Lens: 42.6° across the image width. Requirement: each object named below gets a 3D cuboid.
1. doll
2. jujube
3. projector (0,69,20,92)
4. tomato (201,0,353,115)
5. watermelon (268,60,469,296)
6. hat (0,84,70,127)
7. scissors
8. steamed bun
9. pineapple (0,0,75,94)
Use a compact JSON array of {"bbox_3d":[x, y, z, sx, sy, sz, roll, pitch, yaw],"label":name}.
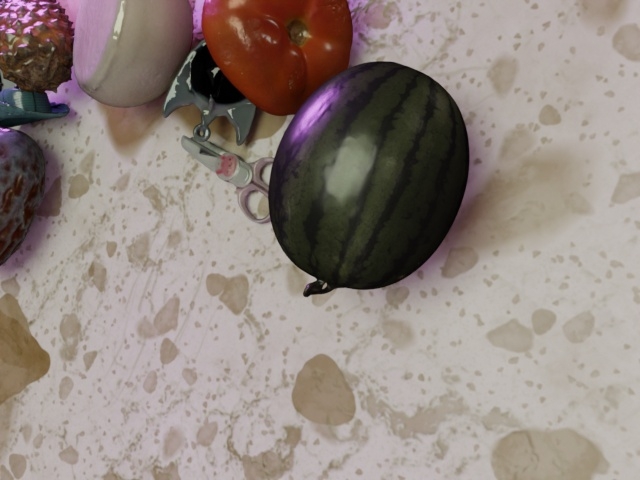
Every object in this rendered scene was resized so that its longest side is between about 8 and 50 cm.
[{"bbox_3d":[-0.165,-0.325,1.440,0.103,0.145,0.316,27,98,60],"label":"doll"},{"bbox_3d":[-0.669,-0.087,1.618,0.308,0.215,0.246,-56,33,10],"label":"jujube"},{"bbox_3d":[-0.767,-0.344,1.733,0.257,0.079,0.259,-38,100,17],"label":"projector"},{"bbox_3d":[-0.068,-0.335,1.332,0.180,0.260,0.260,19,91,57],"label":"tomato"},{"bbox_3d":[0.066,-0.081,1.195,0.279,0.279,0.359,22,94,29],"label":"watermelon"},{"bbox_3d":[-0.598,-0.275,1.649,0.191,0.138,0.078,-4,97,31],"label":"hat"},{"bbox_3d":[-0.158,-0.126,1.457,0.242,0.030,0.118,31,97,24],"label":"scissors"},{"bbox_3d":[-0.331,-0.375,1.489,0.283,0.177,0.283,-18,68,53],"label":"steamed bun"},{"bbox_3d":[-0.580,-0.450,1.631,0.175,0.175,0.361,-34,56,19],"label":"pineapple"}]
